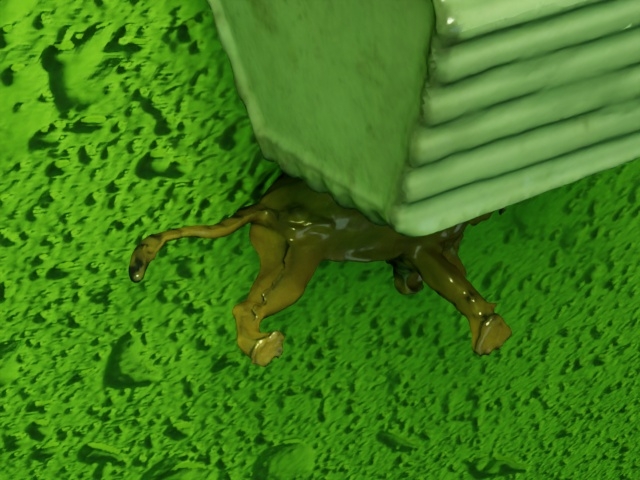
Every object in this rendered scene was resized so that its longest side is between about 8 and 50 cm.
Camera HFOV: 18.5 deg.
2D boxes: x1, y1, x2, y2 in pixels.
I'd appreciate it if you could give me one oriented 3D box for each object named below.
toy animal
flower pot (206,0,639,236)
[{"bbox_3d":[0.003,-0.008,1.050,0.255,0.116,0.114,1,112,-41],"label":"toy animal"},{"bbox_3d":[0.067,-0.135,0.776,0.189,0.209,0.239,-18,149,-23],"label":"flower pot"}]
